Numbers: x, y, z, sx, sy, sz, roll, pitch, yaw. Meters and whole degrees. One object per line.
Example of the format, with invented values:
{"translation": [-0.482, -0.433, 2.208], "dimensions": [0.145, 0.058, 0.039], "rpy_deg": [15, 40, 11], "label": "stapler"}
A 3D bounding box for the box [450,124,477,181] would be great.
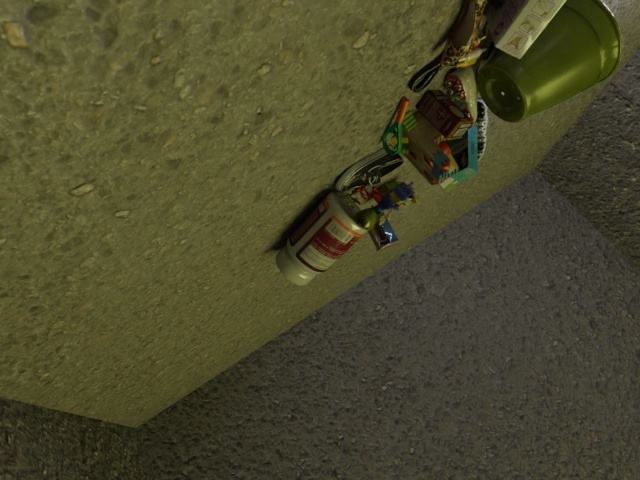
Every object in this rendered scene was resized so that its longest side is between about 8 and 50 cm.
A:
{"translation": [0.609, -0.379, 1.902], "dimensions": [0.060, 0.245, 0.100], "rpy_deg": [23, 151, -26], "label": "box"}

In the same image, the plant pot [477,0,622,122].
{"translation": [0.764, -0.614, 1.579], "dimensions": [0.352, 0.367, 0.366], "rpy_deg": [-37, 161, -3], "label": "plant pot"}

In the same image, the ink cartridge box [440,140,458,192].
{"translation": [0.622, -0.373, 2.196], "dimensions": [0.188, 0.097, 0.255], "rpy_deg": [-42, 141, 15], "label": "ink cartridge box"}

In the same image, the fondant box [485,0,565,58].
{"translation": [0.626, -0.734, 1.280], "dimensions": [0.330, 0.096, 0.239], "rpy_deg": [121, -16, -46], "label": "fondant box"}

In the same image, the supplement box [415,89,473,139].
{"translation": [0.462, -0.470, 1.668], "dimensions": [0.104, 0.188, 0.081], "rpy_deg": [-18, 153, -43], "label": "supplement box"}

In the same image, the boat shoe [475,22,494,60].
{"translation": [0.601, -0.709, 1.535], "dimensions": [0.068, 0.072, 0.190], "rpy_deg": [-30, 160, -20], "label": "boat shoe"}

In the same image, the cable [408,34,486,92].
{"translation": [0.429, -0.597, 1.495], "dimensions": [0.287, 0.072, 0.139], "rpy_deg": [-35, 156, -5], "label": "cable"}

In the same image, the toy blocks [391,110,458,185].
{"translation": [0.451, -0.348, 1.823], "dimensions": [0.190, 0.261, 0.381], "rpy_deg": [-38, 162, 2], "label": "toy blocks"}

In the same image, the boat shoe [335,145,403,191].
{"translation": [0.204, -0.270, 1.811], "dimensions": [0.301, 0.102, 0.108], "rpy_deg": [-32, 161, -16], "label": "boat shoe"}

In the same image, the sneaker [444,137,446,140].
{"translation": [0.507, -0.455, 2.000], "dimensions": [0.082, 0.072, 0.191], "rpy_deg": [8, 142, -27], "label": "sneaker"}

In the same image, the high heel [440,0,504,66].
{"translation": [0.421, -0.655, 1.333], "dimensions": [0.186, 0.093, 0.261], "rpy_deg": [1, 135, -52], "label": "high heel"}

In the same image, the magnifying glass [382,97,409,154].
{"translation": [0.283, -0.419, 1.655], "dimensions": [0.026, 0.092, 0.231], "rpy_deg": [-23, 146, -27], "label": "magnifying glass"}

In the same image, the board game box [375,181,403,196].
{"translation": [0.352, -0.244, 2.226], "dimensions": [0.181, 0.043, 0.092], "rpy_deg": [-10, 147, -53], "label": "board game box"}

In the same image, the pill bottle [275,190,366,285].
{"translation": [0.000, 0.000, 1.898], "dimensions": [0.392, 0.224, 0.224], "rpy_deg": [-45, 160, 23], "label": "pill bottle"}

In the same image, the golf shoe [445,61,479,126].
{"translation": [0.576, -0.558, 1.729], "dimensions": [0.140, 0.115, 0.306], "rpy_deg": [-47, 148, -4], "label": "golf shoe"}

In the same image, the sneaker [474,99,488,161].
{"translation": [0.721, -0.500, 2.050], "dimensions": [0.118, 0.109, 0.293], "rpy_deg": [-36, 134, -48], "label": "sneaker"}

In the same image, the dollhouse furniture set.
{"translation": [0.318, -0.093, 2.166], "dimensions": [0.286, 0.198, 0.303], "rpy_deg": [-20, 166, -31], "label": "dollhouse furniture set"}

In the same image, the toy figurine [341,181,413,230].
{"translation": [0.274, -0.191, 1.832], "dimensions": [0.217, 0.191, 0.362], "rpy_deg": [-33, 177, 32], "label": "toy figurine"}
